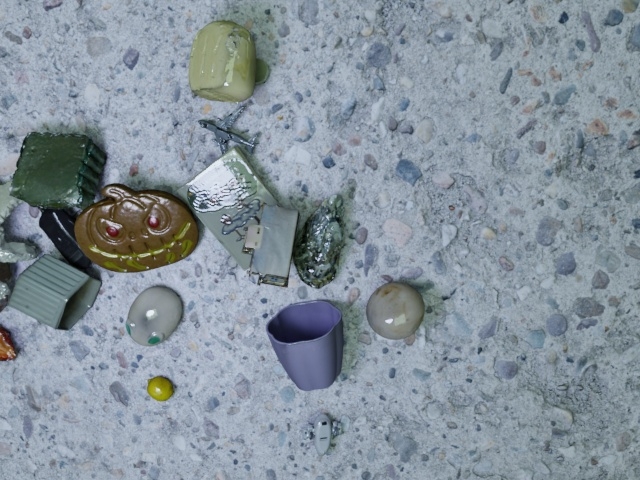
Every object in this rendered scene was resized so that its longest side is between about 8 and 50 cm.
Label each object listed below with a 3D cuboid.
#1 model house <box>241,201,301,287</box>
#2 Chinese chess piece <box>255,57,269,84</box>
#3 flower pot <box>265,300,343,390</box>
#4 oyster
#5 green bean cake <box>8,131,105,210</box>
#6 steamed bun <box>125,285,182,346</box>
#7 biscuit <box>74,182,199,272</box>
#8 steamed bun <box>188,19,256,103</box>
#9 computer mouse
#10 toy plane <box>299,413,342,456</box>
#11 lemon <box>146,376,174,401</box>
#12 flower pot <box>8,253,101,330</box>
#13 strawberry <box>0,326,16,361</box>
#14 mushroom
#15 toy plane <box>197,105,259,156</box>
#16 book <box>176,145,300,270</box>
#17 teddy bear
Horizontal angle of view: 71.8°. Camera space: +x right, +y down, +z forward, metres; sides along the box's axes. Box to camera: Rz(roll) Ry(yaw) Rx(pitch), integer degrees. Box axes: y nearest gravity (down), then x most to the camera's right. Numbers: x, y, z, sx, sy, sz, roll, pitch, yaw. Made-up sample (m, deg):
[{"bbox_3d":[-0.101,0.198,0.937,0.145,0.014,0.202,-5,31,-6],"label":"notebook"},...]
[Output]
[{"bbox_3d":[-0.171,0.027,1.480,0.178,0.206,0.271,9,74,-7],"label":"model house"},{"bbox_3d":[-0.212,-0.565,1.477,0.084,0.034,0.084,1,99,4],"label":"Chinese chess piece"},{"bbox_3d":[-0.032,0.377,1.545,0.265,0.265,0.243,-12,111,5],"label":"flower pot"},{"bbox_3d":[0.004,-0.004,1.523,0.162,0.158,0.351,0,118,-32],"label":"oyster"},{"bbox_3d":[-0.874,-0.227,1.481,0.241,0.132,0.255,3,76,0],"label":"green bean cake"},{"bbox_3d":[-0.610,0.283,1.602,0.177,0.131,0.228,30,99,-5],"label":"steamed bun"},{"bbox_3d":[-0.627,-0.036,1.499,0.394,0.070,0.350,-19,126,3],"label":"biscuit"},{"bbox_3d":[-0.290,-0.555,1.391,0.273,0.166,0.232,13,97,44],"label":"steamed bun"},{"bbox_3d":[-0.898,-0.022,1.577,0.147,0.088,0.264,-23,109,35],"label":"computer mouse"},{"bbox_3d":[0.004,0.742,1.687,0.174,0.080,0.174,-3,102,-15],"label":"toy plane"},{"bbox_3d":[-0.611,0.562,1.678,0.111,0.082,0.082,31,100,0],"label":"lemon"},{"bbox_3d":[-0.925,0.183,1.554,0.190,0.239,0.209,27,74,-1],"label":"flower pot"},{"bbox_3d":[-1.234,0.381,1.670,0.192,0.085,0.140,-1,93,-3],"label":"strawberry"},{"bbox_3d":[0.273,0.258,1.548,0.207,0.207,0.215,-35,131,8],"label":"mushroom"},{"bbox_3d":[-0.319,-0.363,1.506,0.226,0.058,0.226,21,117,-2],"label":"toy plane"},{"bbox_3d":[-0.280,-0.103,1.538,0.260,0.043,0.371,-36,105,8],"label":"book"},{"bbox_3d":[-1.172,0.018,1.593,0.327,0.375,0.362,10,142,0],"label":"teddy bear"}]
